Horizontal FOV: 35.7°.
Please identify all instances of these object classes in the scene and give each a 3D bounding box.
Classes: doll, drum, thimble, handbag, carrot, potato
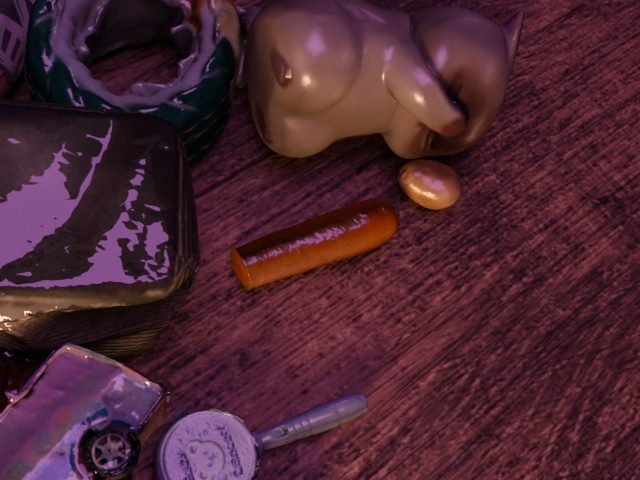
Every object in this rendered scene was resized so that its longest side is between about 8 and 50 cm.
[{"bbox_3d":[0.068,-0.209,1.271,0.371,0.215,0.226,8,41,-8],"label":"doll"},{"bbox_3d":[-0.060,0.243,1.115,0.253,0.049,0.130,-3,65,-15],"label":"drum"},{"bbox_3d":[-0.225,-0.219,1.233,0.254,0.167,0.288,41,63,7],"label":"thimble"},{"bbox_3d":[-0.307,0.004,1.064,0.341,0.240,0.247,2,66,-13],"label":"handbag"},{"bbox_3d":[0.000,0.000,1.240,0.225,0.067,0.067,-18,70,-20],"label":"carrot"},{"bbox_3d":[0.145,-0.076,1.315,0.083,0.062,0.068,30,28,-24],"label":"potato"}]

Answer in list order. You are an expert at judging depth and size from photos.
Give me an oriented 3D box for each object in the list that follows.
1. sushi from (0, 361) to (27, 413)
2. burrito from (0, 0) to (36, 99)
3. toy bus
[{"bbox_3d":[-0.416,0.198,0.991,0.296,0.167,0.179,10,56,-21],"label":"sushi"},{"bbox_3d":[-0.423,-0.258,1.241,0.139,0.101,0.445,28,58,-12],"label":"burrito"},{"bbox_3d":[-0.270,0.236,0.884,0.138,0.112,0.317,34,58,4],"label":"toy bus"}]
